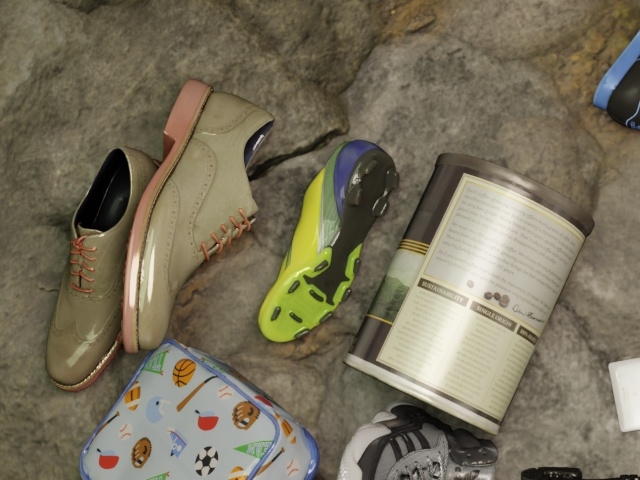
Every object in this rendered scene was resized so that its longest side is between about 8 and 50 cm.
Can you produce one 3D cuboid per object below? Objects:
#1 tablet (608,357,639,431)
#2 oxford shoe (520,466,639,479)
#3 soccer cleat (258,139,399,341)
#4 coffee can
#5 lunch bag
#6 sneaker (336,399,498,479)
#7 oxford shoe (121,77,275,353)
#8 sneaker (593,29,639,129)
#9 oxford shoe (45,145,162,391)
[{"bbox_3d":[0.373,0.181,1.396,0.054,0.006,0.083,-12,71,17],"label":"tablet"},{"bbox_3d":[0.341,0.316,1.340,0.227,0.083,0.096,2,95,21],"label":"oxford shoe"},{"bbox_3d":[0.001,0.000,1.558,0.289,0.093,0.121,-61,35,1],"label":"soccer cleat"},{"bbox_3d":[0.173,0.063,1.396,0.201,0.201,0.275,23,84,25],"label":"coffee can"},{"bbox_3d":[-0.161,0.274,1.467,0.303,0.115,0.243,29,85,46],"label":"lunch bag"},{"bbox_3d":[0.115,0.264,1.337,0.153,0.268,0.101,16,107,18],"label":"sneaker"},{"bbox_3d":[-0.162,-0.030,1.560,0.146,0.140,0.397,15,69,-1],"label":"oxford shoe"},{"bbox_3d":[0.436,-0.239,1.458,0.090,0.081,0.232,35,96,22],"label":"sneaker"},{"bbox_3d":[-0.316,0.032,1.626,0.123,0.130,0.348,12,79,23],"label":"oxford shoe"}]
